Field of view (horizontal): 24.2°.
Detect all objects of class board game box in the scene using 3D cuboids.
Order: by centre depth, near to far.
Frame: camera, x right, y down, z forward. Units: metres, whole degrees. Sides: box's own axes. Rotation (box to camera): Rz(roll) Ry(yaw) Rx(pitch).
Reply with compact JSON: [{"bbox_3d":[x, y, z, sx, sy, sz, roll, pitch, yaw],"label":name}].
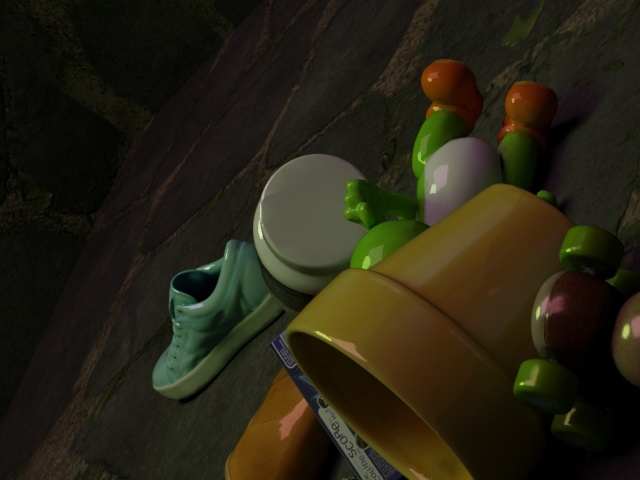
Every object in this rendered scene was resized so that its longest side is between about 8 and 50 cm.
[{"bbox_3d":[0.046,0.153,1.564,0.035,0.201,0.136,-21,-17,-50],"label":"board game box"}]

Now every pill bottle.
[{"bbox_3d":[0.000,0.000,1.831,0.161,0.161,0.283,-61,-7,-11],"label":"pill bottle"}]

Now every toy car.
[{"bbox_3d":[0.277,0.087,1.212,0.188,0.149,0.155,5,63,38],"label":"toy car"}]

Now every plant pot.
[{"bbox_3d":[0.136,0.085,1.371,0.239,0.254,0.254,-47,14,-15],"label":"plant pot"}]

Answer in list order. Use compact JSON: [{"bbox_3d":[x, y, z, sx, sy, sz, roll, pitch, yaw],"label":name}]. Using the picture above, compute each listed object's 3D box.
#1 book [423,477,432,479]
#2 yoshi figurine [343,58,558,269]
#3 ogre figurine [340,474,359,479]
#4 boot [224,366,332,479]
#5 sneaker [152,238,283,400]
[{"bbox_3d":[0.118,0.280,1.295,0.035,0.096,0.144,-30,18,0],"label":"book"},{"bbox_3d":[0.135,-0.034,1.646,0.203,0.203,0.362,-14,48,57],"label":"yoshi figurine"},{"bbox_3d":[-0.004,0.333,1.548,0.118,0.097,0.197,-31,42,19],"label":"ogre figurine"},{"bbox_3d":[-0.012,0.202,1.769,0.211,0.104,0.295,-52,14,17],"label":"boot"},{"bbox_3d":[-0.185,0.110,2.325,0.366,0.150,0.135,-45,20,35],"label":"sneaker"}]
